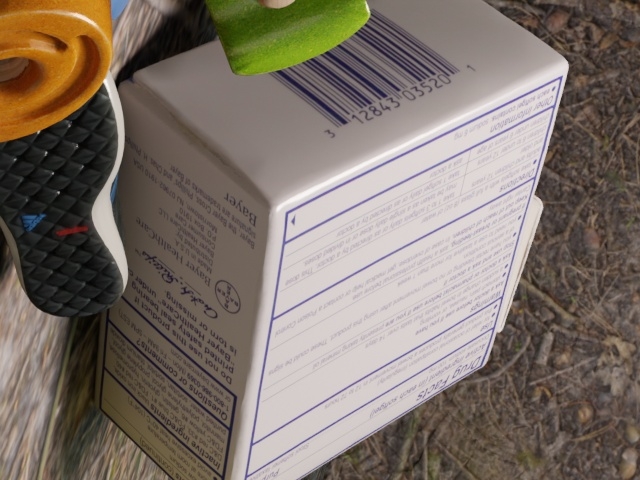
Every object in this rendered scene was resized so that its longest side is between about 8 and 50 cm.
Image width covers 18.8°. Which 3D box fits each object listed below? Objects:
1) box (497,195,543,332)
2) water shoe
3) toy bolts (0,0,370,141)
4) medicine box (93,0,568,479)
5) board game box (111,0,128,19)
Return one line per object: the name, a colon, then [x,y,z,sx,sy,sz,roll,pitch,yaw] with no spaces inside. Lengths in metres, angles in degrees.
box: [0.049,0.000,1.654,0.232,0.148,0.127,-7,-122,55]
water shoe: [-0.137,-0.045,0.965,0.203,0.073,0.080,95,-14,-51]
toy bolts: [-0.101,-0.169,0.756,0.228,0.218,0.158,76,-7,-64]
medicine box: [0.000,0.000,1.285,0.263,0.149,0.289,-27,144,-36]
board game box: [-0.118,-0.169,0.885,0.169,0.033,0.133,-18,121,-68]
